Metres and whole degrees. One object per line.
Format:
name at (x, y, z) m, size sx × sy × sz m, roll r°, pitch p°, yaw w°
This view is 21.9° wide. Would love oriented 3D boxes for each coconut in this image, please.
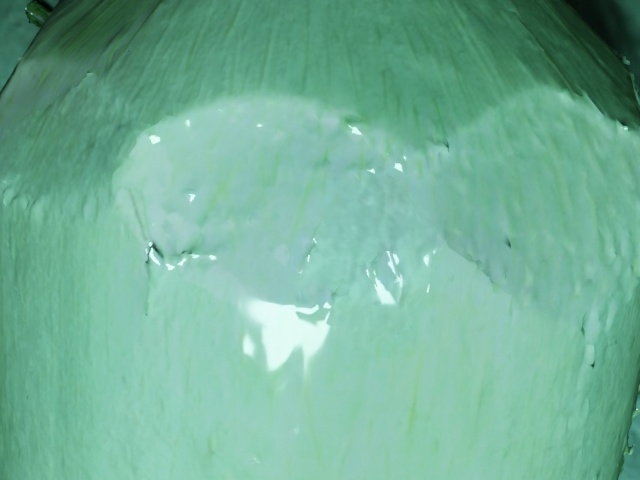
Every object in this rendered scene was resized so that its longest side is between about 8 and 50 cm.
coconut at (0.000, 0.000, 0.494) m, size 0.224 × 0.224 × 0.234 m, roll 24°, pitch 111°, yaw 24°

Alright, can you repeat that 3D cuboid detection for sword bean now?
sword bean at (-0.085, -0.068, 0.644) m, size 0.083 × 0.012 × 0.012 m, roll 41°, pitch 119°, yaw 18°
